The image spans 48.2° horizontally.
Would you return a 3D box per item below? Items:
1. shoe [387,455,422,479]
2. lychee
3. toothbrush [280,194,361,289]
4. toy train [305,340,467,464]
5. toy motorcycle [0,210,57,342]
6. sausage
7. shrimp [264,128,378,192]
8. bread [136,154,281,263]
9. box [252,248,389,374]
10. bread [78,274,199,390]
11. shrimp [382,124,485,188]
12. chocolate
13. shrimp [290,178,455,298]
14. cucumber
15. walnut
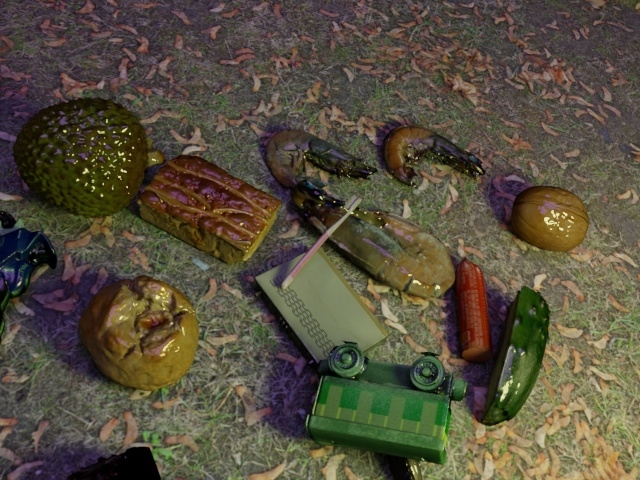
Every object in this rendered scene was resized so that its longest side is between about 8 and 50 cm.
[{"bbox_3d":[0.171,0.404,1.430,0.077,0.074,0.194,-5,54,-26],"label":"shoe"},{"bbox_3d":[-0.493,-0.178,1.532,0.270,0.320,0.269,-17,55,25],"label":"lychee"},{"bbox_3d":[0.000,0.000,1.600,0.025,0.020,0.286,34,68,15],"label":"toothbrush"},{"bbox_3d":[0.125,0.311,1.376,0.301,0.120,0.202,5,62,19],"label":"toy train"},{"bbox_3d":[-0.635,0.075,1.397,0.196,0.125,0.331,11,48,-8],"label":"toy motorcycle"},{"bbox_3d":[0.354,0.149,1.668,0.074,0.074,0.274,10,53,-10],"label":"sausage"},{"bbox_3d":[-0.010,-0.187,1.810,0.289,0.075,0.178,27,60,2],"label":"shrimp"},{"bbox_3d":[-0.251,-0.074,1.626,0.275,0.114,0.184,26,51,6],"label":"bread"},{"bbox_3d":[-0.004,0.155,1.573,0.211,0.045,0.270,-28,67,-31],"label":"box"},{"bbox_3d":[-0.352,0.168,1.402,0.245,0.134,0.244,10,52,-13],"label":"bread"},{"bbox_3d":[0.300,-0.208,1.925,0.290,0.054,0.222,23,50,5],"label":"shrimp"},{"bbox_3d":[-0.372,0.426,1.228,0.133,0.156,0.156,-3,51,15],"label":"chocolate"},{"bbox_3d":[0.127,-0.018,1.710,0.446,0.110,0.221,31,46,2],"label":"shrimp"},{"bbox_3d":[0.441,0.261,1.582,0.105,0.145,0.325,22,56,8],"label":"cucumber"},{"bbox_3d":[0.591,-0.057,1.840,0.207,0.167,0.167,17,52,-8],"label":"walnut"}]
